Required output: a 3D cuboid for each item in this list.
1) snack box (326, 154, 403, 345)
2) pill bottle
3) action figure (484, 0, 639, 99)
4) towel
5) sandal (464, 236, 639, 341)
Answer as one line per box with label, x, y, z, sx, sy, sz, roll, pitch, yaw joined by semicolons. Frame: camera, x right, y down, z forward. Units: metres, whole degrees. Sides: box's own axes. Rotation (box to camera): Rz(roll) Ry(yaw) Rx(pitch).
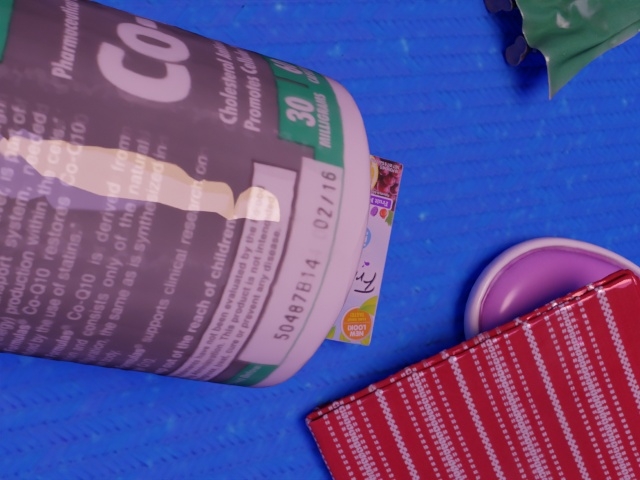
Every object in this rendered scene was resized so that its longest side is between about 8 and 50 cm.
snack box;0.000;0.000;0.666;0.100;0.037;0.141;13;86;-23
pill bottle;-0.173;-0.040;0.496;0.361;0.204;0.204;12;86;-25
action figure;0.253;-0.220;0.762;0.232;0.063;0.137;-24;99;-18
towel;0.150;0.158;0.692;0.275;0.031;0.198;-25;103;2
sandal;0.303;0.133;0.771;0.416;0.102;0.169;35;77;-21
